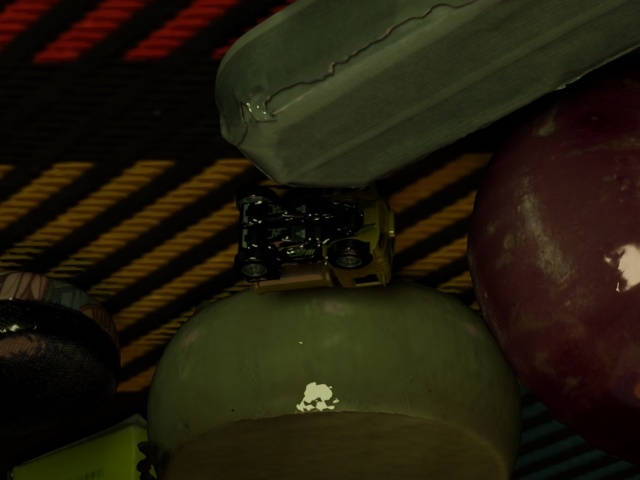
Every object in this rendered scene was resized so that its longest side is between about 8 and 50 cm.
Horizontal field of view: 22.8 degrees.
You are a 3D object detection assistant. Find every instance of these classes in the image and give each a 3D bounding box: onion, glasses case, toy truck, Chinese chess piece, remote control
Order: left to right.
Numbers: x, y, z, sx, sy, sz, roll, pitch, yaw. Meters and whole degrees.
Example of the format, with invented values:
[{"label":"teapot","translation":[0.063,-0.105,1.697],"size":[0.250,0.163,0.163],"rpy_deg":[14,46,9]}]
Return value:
[{"label":"glasses case","translation":[-0.275,0.076,0.918],"size":[0.321,0.082,0.122],"rpy_deg":[-7,151,8]},{"label":"toy truck","translation":[0.000,0.000,0.832],"size":[0.083,0.049,0.054],"rpy_deg":[-7,149,12]},{"label":"Chinese chess piece","translation":[0.005,0.107,0.966],"size":[0.237,0.092,0.238],"rpy_deg":[-1,150,0]},{"label":"remote control","translation":[0.059,-0.090,0.687],"size":[0.247,0.052,0.104],"rpy_deg":[-27,141,32]},{"label":"onion","translation":[0.176,0.024,0.758],"size":[0.200,0.201,0.207],"rpy_deg":[-22,137,31]}]

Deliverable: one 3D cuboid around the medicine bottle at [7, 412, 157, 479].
[{"label":"medicine bottle","translation":[-0.130,0.265,1.075],"size":[0.141,0.250,0.137],"rpy_deg":[-23,143,36]}]
